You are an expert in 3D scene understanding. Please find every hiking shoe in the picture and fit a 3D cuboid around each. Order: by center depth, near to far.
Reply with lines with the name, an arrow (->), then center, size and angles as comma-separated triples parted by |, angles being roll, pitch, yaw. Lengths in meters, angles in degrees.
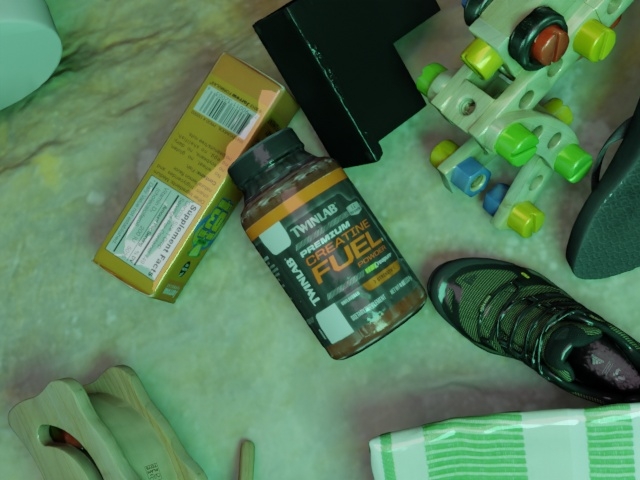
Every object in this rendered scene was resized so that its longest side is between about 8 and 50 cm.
hiking shoe -> 0.194, 0.073, 0.855 | 0.227, 0.114, 0.086 | 27, 86, 14

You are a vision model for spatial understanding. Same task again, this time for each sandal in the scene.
sandal -> 0.277, -0.075, 0.842 | 0.097, 0.054, 0.254 | 5, 123, -22

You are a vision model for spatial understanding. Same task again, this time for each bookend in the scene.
bookend -> 0.048, -0.175, 0.934 | 0.157, 0.072, 0.156 | -39, 106, -24

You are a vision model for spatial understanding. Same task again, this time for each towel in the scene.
towel -> 0.210, 0.247, 0.815 | 0.325, 0.038, 0.247 | -5, 108, 11

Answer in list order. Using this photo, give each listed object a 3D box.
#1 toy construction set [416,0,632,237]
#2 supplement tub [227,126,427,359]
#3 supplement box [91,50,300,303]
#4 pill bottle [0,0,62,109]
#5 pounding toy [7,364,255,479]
toy construction set -> 0.208, -0.175, 0.849 | 0.151, 0.215, 0.327 | 27, 85, 35
supplement tub -> 0.000, 0.000, 0.894 | 0.106, 0.106, 0.198 | -35, 89, 5
supplement box -> -0.116, -0.056, 0.961 | 0.080, 0.078, 0.233 | 34, 90, 13
pill bottle -> -0.406, -0.330, 0.987 | 0.229, 0.229, 0.407 | -27, 77, 7
pounding toy -> -0.157, 0.237, 0.931 | 0.269, 0.155, 0.154 | 50, 123, 23
